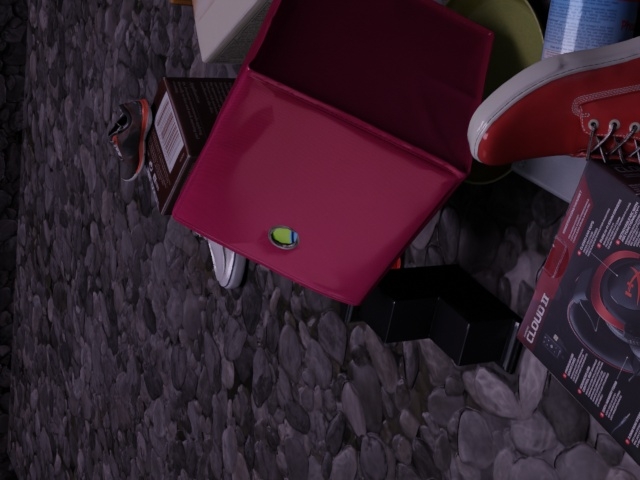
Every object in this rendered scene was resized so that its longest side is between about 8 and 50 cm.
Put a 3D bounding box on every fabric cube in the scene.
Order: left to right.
[{"bbox_3d":[0.017,-0.129,1.176,0.258,0.254,0.259,-54,13,47],"label":"fabric cube"}]

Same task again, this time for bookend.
[{"bbox_3d":[0.137,0.099,1.249,0.157,0.156,0.072,43,129,50],"label":"bookend"}]

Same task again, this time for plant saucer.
[{"bbox_3d":[0.201,-0.188,1.226,0.241,0.037,0.241,12,104,60],"label":"plant saucer"}]

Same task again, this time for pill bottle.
[{"bbox_3d":[0.274,-0.221,1.043,0.087,0.087,0.160,32,120,55],"label":"pill bottle"}]

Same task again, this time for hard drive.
[{"bbox_3d":[0.273,-0.087,1.088,0.135,0.022,0.094,36,125,33],"label":"hard drive"}]

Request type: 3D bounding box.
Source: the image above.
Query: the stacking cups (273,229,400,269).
[{"bbox_3d":[0.000,0.000,1.542,0.316,0.096,0.096,30,119,56],"label":"stacking cups"}]

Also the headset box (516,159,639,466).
[{"bbox_3d":[0.321,0.069,0.965,0.293,0.110,0.218,50,134,46],"label":"headset box"}]

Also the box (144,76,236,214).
[{"bbox_3d":[-0.172,-0.157,1.720,0.167,0.203,0.168,-56,46,48],"label":"box"}]

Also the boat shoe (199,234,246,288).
[{"bbox_3d":[-0.195,-0.038,1.892,0.095,0.084,0.258,-15,80,60],"label":"boat shoe"}]

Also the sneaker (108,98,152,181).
[{"bbox_3d":[-0.327,-0.169,1.720,0.061,0.065,0.158,55,138,43],"label":"sneaker"}]

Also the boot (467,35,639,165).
[{"bbox_3d":[0.269,-0.087,0.919,0.088,0.244,0.176,84,163,-55],"label":"boot"}]

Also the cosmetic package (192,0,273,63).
[{"bbox_3d":[-0.071,-0.387,1.573,0.296,0.153,0.129,-29,69,57],"label":"cosmetic package"}]

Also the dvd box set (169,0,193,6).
[{"bbox_3d":[-0.228,-0.691,1.908,0.420,0.062,0.308,-51,50,50],"label":"dvd box set"}]
